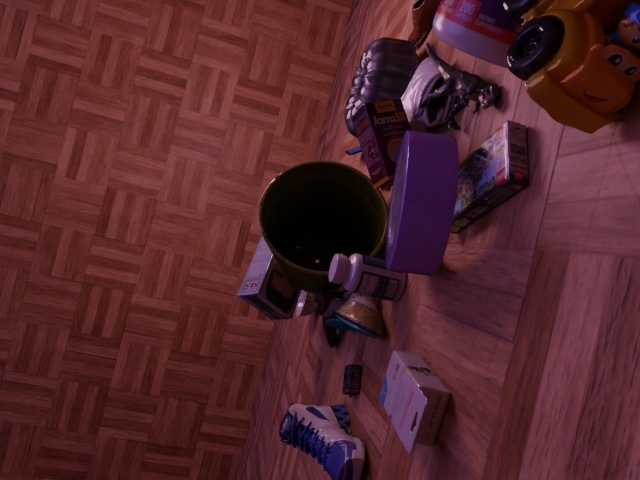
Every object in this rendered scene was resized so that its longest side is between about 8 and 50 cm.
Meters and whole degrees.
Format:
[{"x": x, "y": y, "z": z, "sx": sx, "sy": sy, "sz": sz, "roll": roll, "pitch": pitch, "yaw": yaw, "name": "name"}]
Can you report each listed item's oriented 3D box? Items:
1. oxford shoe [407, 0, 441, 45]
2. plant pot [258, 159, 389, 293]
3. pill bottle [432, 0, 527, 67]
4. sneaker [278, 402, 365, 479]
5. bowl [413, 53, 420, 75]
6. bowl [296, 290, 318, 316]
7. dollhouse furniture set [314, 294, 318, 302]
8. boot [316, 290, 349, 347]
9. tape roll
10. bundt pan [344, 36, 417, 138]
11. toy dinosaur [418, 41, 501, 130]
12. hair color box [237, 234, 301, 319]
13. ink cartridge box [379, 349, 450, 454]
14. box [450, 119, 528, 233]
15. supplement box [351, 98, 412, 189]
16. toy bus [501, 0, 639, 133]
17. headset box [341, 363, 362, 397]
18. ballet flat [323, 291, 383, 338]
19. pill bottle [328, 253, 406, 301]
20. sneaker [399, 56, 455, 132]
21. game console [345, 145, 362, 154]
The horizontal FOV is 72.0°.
[{"x": 0.299, "y": -0.664, "z": 1.307, "sx": 0.212, "sy": 0.076, "sz": 0.076, "roll": 119, "pitch": 160, "yaw": -61, "name": "oxford shoe"}, {"x": 0.000, "y": 0.000, "z": 1.388, "sx": 0.353, "sy": 0.367, "sz": 0.366, "roll": 99, "pitch": 180, "yaw": -64, "name": "plant pot"}, {"x": 0.310, "y": -0.437, "z": 0.646, "sx": 0.181, "sy": 0.182, "sz": 0.323, "roll": -91, "pitch": 18, "yaw": -54, "name": "pill bottle"}, {"x": -0.010, "y": 0.505, "z": 1.106, "sx": 0.315, "sy": 0.182, "sz": 0.127, "roll": -153, "pitch": 76, "yaw": -80, "name": "sneaker"}, {"x": 0.261, "y": -0.496, "z": 1.340, "sx": 0.142, "sy": 0.053, "sz": 0.142, "roll": 115, "pitch": 165, "yaw": -50, "name": "bowl"}, {"x": -0.043, "y": 0.252, "z": 1.893, "sx": 0.170, "sy": 0.080, "sz": 0.170, "roll": -166, "pitch": 90, "yaw": -79, "name": "bowl"}, {"x": -0.032, "y": 0.145, "z": 1.687, "sx": 0.129, "sy": 0.184, "sz": 0.129, "roll": -91, "pitch": 18, "yaw": -53, "name": "dollhouse furniture set"}, {"x": 0.057, "y": 0.254, "z": 1.419, "sx": 0.082, "sy": 0.106, "sz": 0.219, "roll": -102, "pitch": 0, "yaw": -59, "name": "boot"}, {"x": 0.191, "y": -0.072, "z": 0.865, "sx": 0.275, "sy": 0.090, "sz": 0.274, "roll": 8, "pitch": -90, "yaw": -85, "name": "tape roll"}, {"x": 0.162, "y": -0.452, "z": 1.324, "sx": 0.331, "sy": 0.124, "sz": 0.330, "roll": -165, "pitch": 90, "yaw": -79, "name": "bundt pan"}, {"x": 0.272, "y": -0.306, "z": 0.912, "sx": 0.268, "sy": 0.064, "sz": 0.118, "roll": 61, "pitch": 138, "yaw": 43, "name": "toy dinosaur"}, {"x": -0.142, "y": 0.080, "z": 1.604, "sx": 0.114, "sy": 0.185, "sz": 0.374, "roll": -10, "pitch": 48, "yaw": 38, "name": "hair color box"}, {"x": 0.168, "y": 0.284, "z": 0.781, "sx": 0.181, "sy": 0.062, "sz": 0.104, "roll": -124, "pitch": 48, "yaw": -77, "name": "ink cartridge box"}, {"x": 0.279, "y": -0.102, "z": 0.771, "sx": 0.207, "sy": 0.036, "sz": 0.114, "roll": 126, "pitch": 155, "yaw": -64, "name": "box"}, {"x": 0.159, "y": -0.228, "z": 1.045, "sx": 0.081, "sy": 0.104, "sz": 0.188, "roll": 151, "pitch": 103, "yaw": -69, "name": "supplement box"}, {"x": 0.332, "y": -0.262, "z": 0.479, "sx": 0.211, "sy": 0.149, "sz": 0.220, "roll": -27, "pitch": 50, "yaw": 56, "name": "toy bus"}, {"x": 0.084, "y": 0.379, "z": 1.185, "sx": 0.062, "sy": 0.032, "sz": 0.083, "roll": 124, "pitch": 157, "yaw": -63, "name": "headset box"}, {"x": 0.092, "y": 0.191, "z": 1.200, "sx": 0.348, "sy": 0.123, "sz": 0.123, "roll": 147, "pitch": 136, "yaw": -75, "name": "ballet flat"}, {"x": 0.110, "y": 0.084, "z": 1.053, "sx": 0.094, "sy": 0.169, "sz": 0.094, "roll": -166, "pitch": 90, "yaw": -80, "name": "pill bottle"}, {"x": 0.231, "y": -0.291, "z": 1.082, "sx": 0.169, "sy": 0.108, "sz": 0.292, "roll": -87, "pitch": 16, "yaw": -57, "name": "sneaker"}, {"x": 0.151, "y": -0.382, "z": 1.720, "sx": 0.122, "sy": 0.071, "sz": 0.107, "roll": -110, "pitch": 35, "yaw": -71, "name": "game console"}]
